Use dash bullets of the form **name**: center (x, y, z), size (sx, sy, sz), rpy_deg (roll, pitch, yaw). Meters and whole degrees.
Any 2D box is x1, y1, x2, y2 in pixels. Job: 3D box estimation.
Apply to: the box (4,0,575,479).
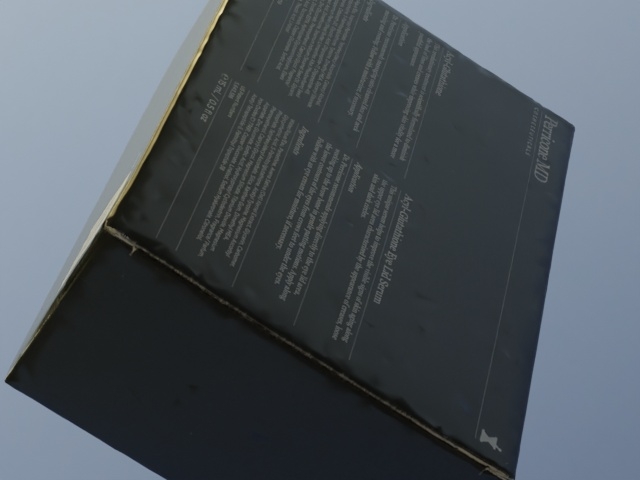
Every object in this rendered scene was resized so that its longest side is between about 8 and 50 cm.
- **box**: center (0.000, 0.000, 0.823), size (0.103, 0.184, 0.261), rpy_deg (-54, -170, 35)
